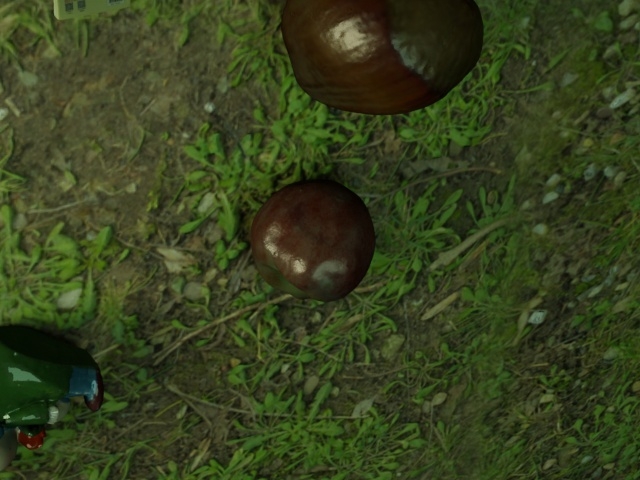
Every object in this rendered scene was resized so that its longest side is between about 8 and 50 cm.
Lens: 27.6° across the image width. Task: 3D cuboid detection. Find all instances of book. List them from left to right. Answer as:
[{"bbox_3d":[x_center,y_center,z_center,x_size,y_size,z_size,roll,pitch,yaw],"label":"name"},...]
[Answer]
[{"bbox_3d":[-0.224,-0.272,1.266,0.077,0.014,0.111,-16,132,-24],"label":"book"}]

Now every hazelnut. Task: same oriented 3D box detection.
[{"bbox_3d":[0.069,-0.211,1.383,0.210,0.186,0.210,-29,140,-28],"label":"hazelnut"}]

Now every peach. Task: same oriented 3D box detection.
[{"bbox_3d":[0.000,0.000,1.547,0.152,0.152,0.152,-17,132,-20],"label":"peach"}]

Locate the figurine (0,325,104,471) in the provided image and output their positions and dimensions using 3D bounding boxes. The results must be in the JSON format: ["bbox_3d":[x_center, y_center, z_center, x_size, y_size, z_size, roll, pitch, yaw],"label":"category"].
[{"bbox_3d":[-0.371,0.215,1.505,0.185,0.127,0.234,18,104,-49],"label":"figurine"}]
